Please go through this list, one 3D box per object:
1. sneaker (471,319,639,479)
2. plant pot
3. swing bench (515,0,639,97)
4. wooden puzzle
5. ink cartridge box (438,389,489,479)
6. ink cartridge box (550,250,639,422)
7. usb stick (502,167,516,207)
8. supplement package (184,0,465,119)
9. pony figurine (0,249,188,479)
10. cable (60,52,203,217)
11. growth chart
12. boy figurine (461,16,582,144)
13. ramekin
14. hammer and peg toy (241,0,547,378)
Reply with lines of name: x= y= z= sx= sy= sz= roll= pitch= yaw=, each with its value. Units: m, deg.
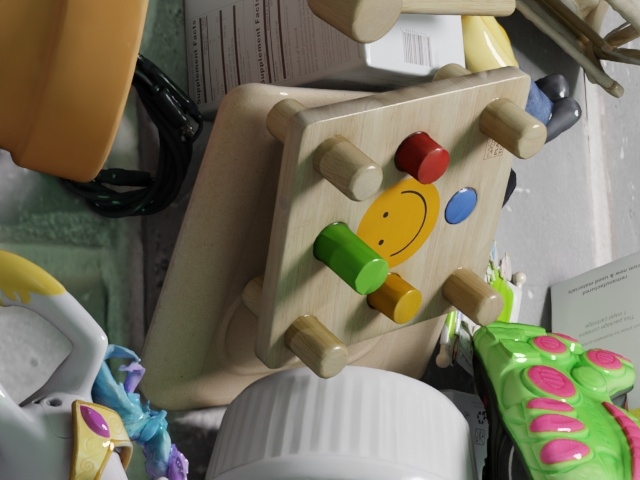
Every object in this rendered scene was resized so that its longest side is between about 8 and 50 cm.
sneaker: x=0.215 y=0.212 z=1.571 sx=0.483 sy=0.185 sz=0.202 roll=-69 pitch=177 yaw=-75
plant pot: x=-0.258 y=-0.202 z=1.256 sx=0.204 sy=0.291 sz=0.290 roll=8 pitch=76 yaw=-19
swing bench: x=0.334 y=-0.296 z=1.875 sx=0.253 sy=0.255 sz=0.165 roll=32 pitch=65 yaw=-36
wooden puzzle: x=0.000 y=0.000 z=1.534 sx=0.348 sy=0.080 sz=0.322 roll=1 pitch=116 yaw=-41
ink cartridge box: x=0.168 y=0.336 z=1.733 sx=0.165 sy=0.065 sz=0.332 roll=18 pitch=69 yaw=-43
ink cartridge box: x=0.409 y=0.245 z=1.856 sx=0.279 sy=0.160 sz=0.384 roll=36 pitch=44 yaw=-37
usb stick: x=0.136 y=-0.149 z=1.793 sx=0.278 sy=0.045 sz=0.077 roll=54 pitch=43 yaw=-24
supplement package: x=-0.001 y=-0.197 z=1.526 sx=0.139 sy=0.244 sz=0.133 roll=3 pitch=80 yaw=-44
pony figurine: x=-0.235 y=0.195 z=1.193 sx=0.363 sy=0.351 sz=0.303 roll=47 pitch=33 yaw=-2
cable: x=-0.196 y=-0.109 z=1.465 sx=0.184 sy=0.047 sz=0.150 roll=44 pitch=63 yaw=-26
growth chart: x=0.179 y=0.076 z=1.768 sx=0.237 sy=0.021 sz=0.172 roll=33 pitch=63 yaw=-62
boy figurine: x=0.183 y=-0.233 z=1.805 sx=0.285 sy=0.092 sz=0.177 roll=48 pitch=18 yaw=-35
ramekin: x=0.021 y=0.216 z=1.473 sx=0.273 sy=0.273 sz=0.127 roll=32 pitch=50 yaw=-37
hammer and peg toy: x=0.077 y=-0.066 z=1.386 sx=0.266 sy=0.127 sz=0.361 roll=-15 pitch=130 yaw=-34
